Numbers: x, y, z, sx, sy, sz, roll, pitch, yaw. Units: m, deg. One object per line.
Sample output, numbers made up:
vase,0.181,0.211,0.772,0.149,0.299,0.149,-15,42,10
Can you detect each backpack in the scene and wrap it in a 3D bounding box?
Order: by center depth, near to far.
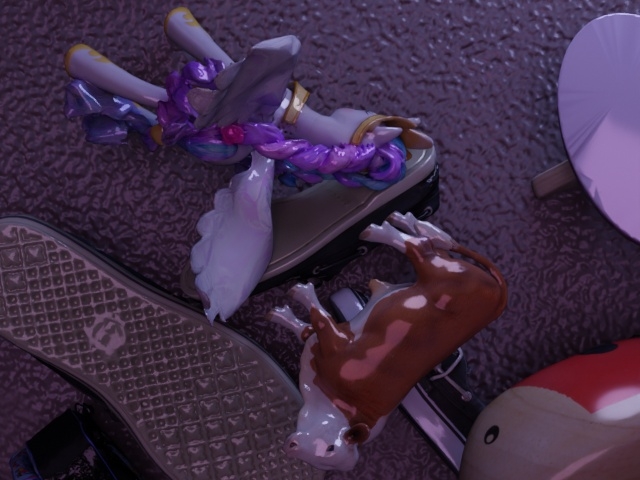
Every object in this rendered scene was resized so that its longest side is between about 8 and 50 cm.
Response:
backpack,-0.265,0.297,1.201,0.117,0.158,0.173,-37,109,-14

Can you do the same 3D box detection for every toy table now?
toy table,0.367,-0.110,1.185,0.252,0.161,0.274,-10,82,11

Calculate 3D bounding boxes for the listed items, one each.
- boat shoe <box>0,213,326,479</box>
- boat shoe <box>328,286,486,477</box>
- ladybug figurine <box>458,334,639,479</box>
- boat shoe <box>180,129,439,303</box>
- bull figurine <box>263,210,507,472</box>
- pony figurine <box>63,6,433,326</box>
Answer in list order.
boat shoe,-0.199,0.143,1.219,0.500,0.156,0.187,37,88,-9
boat shoe,0.134,0.164,1.225,0.105,0.113,0.306,-39,86,-7
ladybug figurine,0.333,0.218,1.132,0.449,0.305,0.162,-8,51,-30
boat shoe,-0.001,-0.003,1.237,0.340,0.127,0.113,-34,132,-7
bull figurine,0.056,0.105,1.119,0.310,0.101,0.188,-38,83,-14
pony figurine,-0.095,-0.124,1.122,0.363,0.351,0.302,24,124,21
